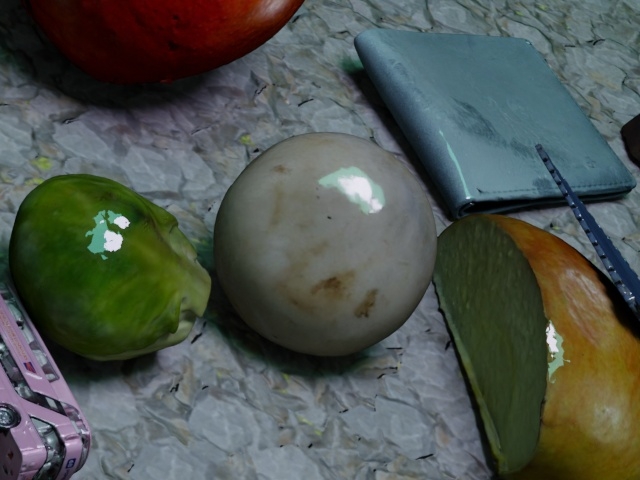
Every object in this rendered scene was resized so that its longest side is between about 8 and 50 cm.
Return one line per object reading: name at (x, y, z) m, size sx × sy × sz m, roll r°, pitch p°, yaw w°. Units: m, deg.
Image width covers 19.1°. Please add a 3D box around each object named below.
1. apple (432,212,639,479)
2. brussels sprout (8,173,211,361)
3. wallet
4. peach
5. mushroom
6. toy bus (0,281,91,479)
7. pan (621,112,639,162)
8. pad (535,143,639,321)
apple at (0.219, 0.104, 1.813) m, size 0.179 × 0.254 × 0.346 m, roll -23°, pitch 41°, yaw 6°
brussels sprout at (-0.185, 0.027, 1.631) m, size 0.180 × 0.144 × 0.161 m, roll 31°, pitch 4°, yaw -12°
wallet at (0.193, -0.133, 2.131) m, size 0.290 × 0.054 × 0.251 m, roll -3°, pitch 52°, yaw -42°
peach at (-0.164, -0.328, 1.905) m, size 0.370 × 0.370 × 0.370 m, roll 18°, pitch 39°, yaw -16°
mushroom at (0.000, 0.000, 1.776) m, size 0.207 × 0.207 × 0.215 m, roll 22°, pitch 3°, yaw -11°
toy bus at (-0.261, 0.113, 1.549) m, size 0.090 × 0.063 × 0.203 m, roll -5°, pitch 49°, yaw -38°
pan at (0.451, -0.089, 2.251) m, size 0.202 × 0.048 × 0.128 m, roll 44°, pitch 39°, yaw 16°
pad at (0.314, 0.055, 1.883) m, size 0.269 × 0.012 × 0.270 m, roll 48°, pitch 12°, yaw -36°
